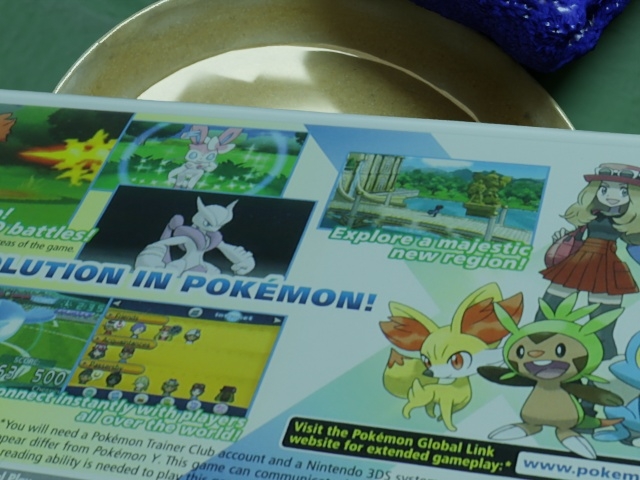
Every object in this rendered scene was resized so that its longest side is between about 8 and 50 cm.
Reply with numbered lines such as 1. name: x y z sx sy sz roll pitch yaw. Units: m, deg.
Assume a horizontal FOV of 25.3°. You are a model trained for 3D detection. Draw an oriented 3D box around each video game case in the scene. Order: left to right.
1. video game case: -0.048 0.062 0.390 0.329 0.036 0.300 5 42 15

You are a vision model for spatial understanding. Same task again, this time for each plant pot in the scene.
1. plant pot: 0.000 0.000 0.560 0.236 0.032 0.236 5 62 -10

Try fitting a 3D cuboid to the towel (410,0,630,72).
1. towel: 0.036 -0.225 0.634 0.308 0.076 0.227 34 61 14
